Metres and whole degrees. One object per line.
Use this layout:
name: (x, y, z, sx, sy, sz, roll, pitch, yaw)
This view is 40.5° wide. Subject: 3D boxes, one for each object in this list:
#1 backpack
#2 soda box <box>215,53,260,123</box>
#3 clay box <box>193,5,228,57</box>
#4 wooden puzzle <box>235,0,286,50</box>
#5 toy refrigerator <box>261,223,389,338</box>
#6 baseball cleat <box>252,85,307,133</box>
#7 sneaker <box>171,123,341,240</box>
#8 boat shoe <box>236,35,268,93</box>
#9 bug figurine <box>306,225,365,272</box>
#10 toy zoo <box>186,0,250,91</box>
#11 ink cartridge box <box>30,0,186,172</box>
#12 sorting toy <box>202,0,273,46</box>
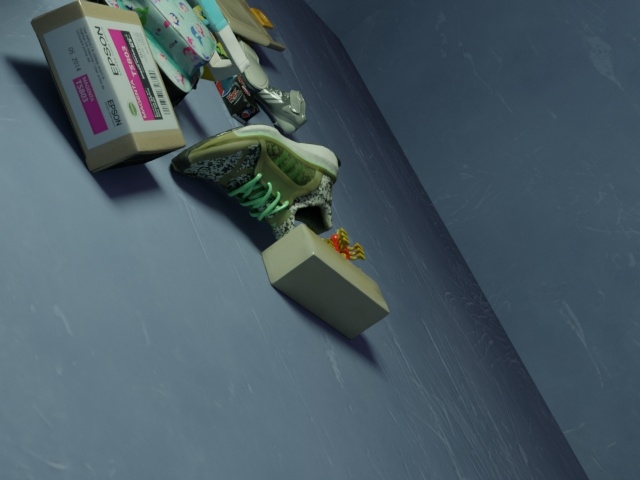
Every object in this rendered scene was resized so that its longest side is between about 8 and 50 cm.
backpack: (-0.301, -0.348, 1.534, 0.225, 0.191, 0.253, 49, 11, -14)
soda box: (-0.207, -0.360, 2.059, 0.060, 0.053, 0.168, 29, 29, -56)
clay box: (-0.300, -0.522, 2.130, 0.127, 0.053, 0.222, 32, 27, -56)
wooden puzzle: (-0.273, -0.675, 2.512, 0.347, 0.080, 0.322, 50, 15, 4)
toy refrigerator: (0.012, 0.081, 1.675, 0.269, 0.102, 0.094, 38, 22, -43)
baseball cleat: (-0.112, -0.380, 2.276, 0.206, 0.109, 0.072, 51, 21, -5)
sneaker: (-0.093, -0.096, 1.609, 0.410, 0.158, 0.181, 6, 65, -49)
boat shoe: (-0.199, -0.432, 2.192, 0.095, 0.079, 0.254, 38, 20, -39)
bug figurine: (0.000, 0.000, 1.866, 0.279, 0.072, 0.216, 44, 20, -38)
toy zoo: (-0.246, -0.406, 1.642, 0.192, 0.030, 0.293, 10, -41, 45)
ink cartridge box: (-0.311, -0.231, 1.309, 0.193, 0.088, 0.234, -40, 110, -75)
sorting toy: (-0.234, -0.590, 2.262, 0.348, 0.047, 0.196, 8, 46, -58)
